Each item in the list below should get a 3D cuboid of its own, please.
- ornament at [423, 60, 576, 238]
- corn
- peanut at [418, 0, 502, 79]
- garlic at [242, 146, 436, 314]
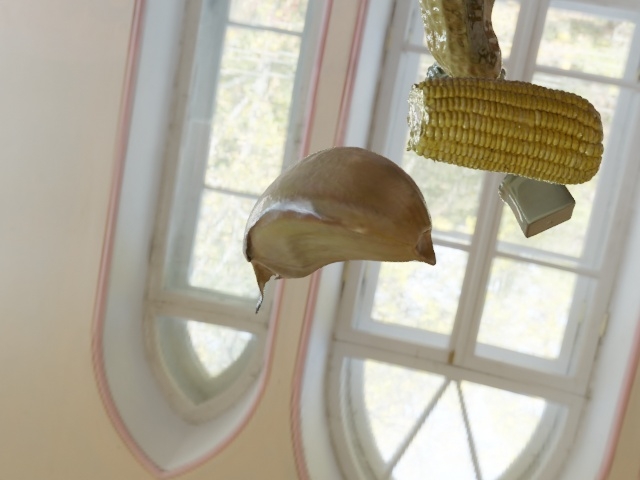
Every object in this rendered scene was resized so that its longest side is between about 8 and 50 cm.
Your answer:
[{"bbox_3d":[0.248,-0.138,1.221,0.285,0.120,0.130,54,176,3],"label":"ornament"},{"bbox_3d":[0.154,-0.093,0.748,0.165,0.085,0.063,5,179,-11],"label":"corn"},{"bbox_3d":[0.160,-0.259,1.028,0.083,0.194,0.093,10,-140,45],"label":"peanut"},{"bbox_3d":[-0.015,-0.010,1.231,0.338,0.196,0.151,-18,-168,34],"label":"garlic"}]
